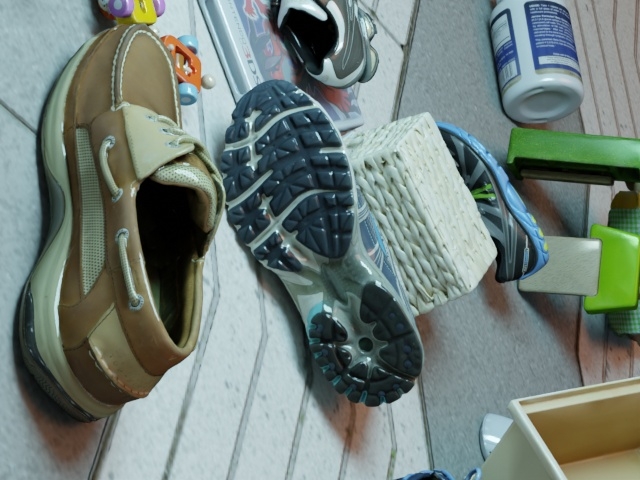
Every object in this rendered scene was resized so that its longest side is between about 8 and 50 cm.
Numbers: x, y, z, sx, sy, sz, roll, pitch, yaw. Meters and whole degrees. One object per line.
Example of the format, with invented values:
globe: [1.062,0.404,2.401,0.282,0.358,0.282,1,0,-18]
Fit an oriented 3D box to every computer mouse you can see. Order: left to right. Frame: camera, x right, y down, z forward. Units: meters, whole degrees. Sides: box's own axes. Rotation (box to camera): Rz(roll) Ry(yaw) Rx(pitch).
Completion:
computer mouse: [0.217,0.243,1.893,0.193,0.042,0.106,55,31,-26]

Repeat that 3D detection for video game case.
video game case: [-0.038,-0.179,1.743,0.201,0.023,0.183,-17,87,-64]

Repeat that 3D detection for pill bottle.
pill bottle: [0.246,-0.228,2.236,0.094,0.094,0.169,32,44,-50]

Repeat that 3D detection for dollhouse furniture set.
dollhouse furniture set: [0.299,0.004,2.204,0.301,0.151,0.197,36,59,-74]

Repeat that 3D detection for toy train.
toy train: [-0.137,-0.191,1.547,0.125,0.046,0.166,34,46,-51]

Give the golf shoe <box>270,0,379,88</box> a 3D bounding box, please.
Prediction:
golf shoe: [-0.006,-0.232,1.733,0.094,0.077,0.198,-11,79,-62]

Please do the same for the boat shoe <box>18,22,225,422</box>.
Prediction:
boat shoe: [-0.121,-0.022,1.362,0.122,0.120,0.324,43,36,-42]

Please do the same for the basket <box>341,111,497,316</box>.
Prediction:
basket: [0.076,-0.020,1.751,0.167,0.103,0.113,63,28,-13]

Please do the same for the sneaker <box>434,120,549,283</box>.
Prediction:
sneaker: [0.155,-0.040,1.952,0.188,0.078,0.067,57,-4,6]

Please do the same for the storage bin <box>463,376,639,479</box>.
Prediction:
storage bin: [0.310,0.265,1.764,0.260,0.123,0.262,-7,52,-35]

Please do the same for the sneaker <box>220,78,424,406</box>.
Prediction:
sneaker: [0.000,0.000,1.629,0.122,0.110,0.283,-57,126,-80]

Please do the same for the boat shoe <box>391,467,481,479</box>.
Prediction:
boat shoe: [0.088,0.241,1.598,0.258,0.089,0.109,-3,74,-63]
